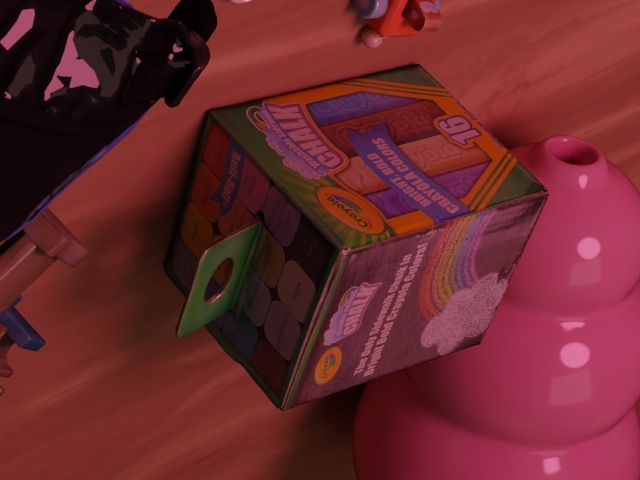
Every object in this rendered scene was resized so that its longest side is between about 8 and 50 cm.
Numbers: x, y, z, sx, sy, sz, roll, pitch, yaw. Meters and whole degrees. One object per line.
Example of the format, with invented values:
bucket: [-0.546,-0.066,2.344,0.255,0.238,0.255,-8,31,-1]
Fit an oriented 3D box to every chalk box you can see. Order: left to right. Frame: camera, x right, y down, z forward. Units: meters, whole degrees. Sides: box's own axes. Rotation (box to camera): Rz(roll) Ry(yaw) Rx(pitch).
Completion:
chalk box: [0.000,0.000,1.150,0.213,0.132,0.132,-14,140,-37]

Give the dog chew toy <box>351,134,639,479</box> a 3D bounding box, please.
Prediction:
dog chew toy: [0.136,0.077,1.347,0.206,0.206,0.332,-18,132,-35]

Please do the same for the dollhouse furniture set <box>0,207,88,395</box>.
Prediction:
dollhouse furniture set: [-0.198,0.007,0.967,0.129,0.129,0.184,-43,173,-1]

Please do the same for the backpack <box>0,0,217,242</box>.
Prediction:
backpack: [-0.215,-0.078,0.735,0.276,0.213,0.263,-47,157,-6]

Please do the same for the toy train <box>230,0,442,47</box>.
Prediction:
toy train: [0.031,-0.153,1.079,0.166,0.046,0.125,0,128,-49]
